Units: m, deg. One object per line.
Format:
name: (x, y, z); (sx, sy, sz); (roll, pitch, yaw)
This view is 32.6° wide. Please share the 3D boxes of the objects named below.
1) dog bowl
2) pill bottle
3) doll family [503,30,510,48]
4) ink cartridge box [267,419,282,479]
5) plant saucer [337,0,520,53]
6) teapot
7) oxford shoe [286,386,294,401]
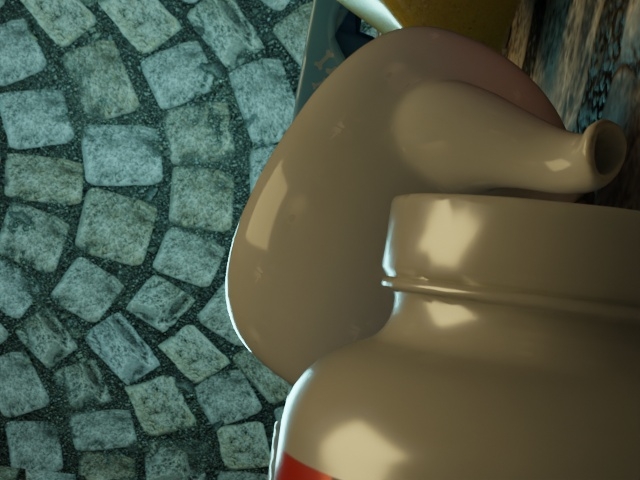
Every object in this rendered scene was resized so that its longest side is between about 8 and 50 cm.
dog bowl: (0.029, -0.222, 1.097); (0.166, 0.074, 0.297); (-77, -2, -77)
pill bottle: (0.065, 0.152, 0.373); (0.181, 0.181, 0.323); (148, 128, -87)
doll family: (0.120, -0.234, 1.060); (0.193, 0.111, 0.076); (-89, 7, -67)
ink cartridge box: (-0.001, 0.453, 1.301); (0.285, 0.166, 0.395); (-93, 9, -74)
plant saucer: (0.062, -0.328, 0.851); (0.333, 0.080, 0.333); (48, 128, 49)
teapot: (0.079, 0.013, 0.655); (0.253, 0.187, 0.256); (-63, -19, 17)
oxford shoe: (0.066, -0.005, 1.114); (0.169, 0.130, 0.450); (164, 122, -79)
